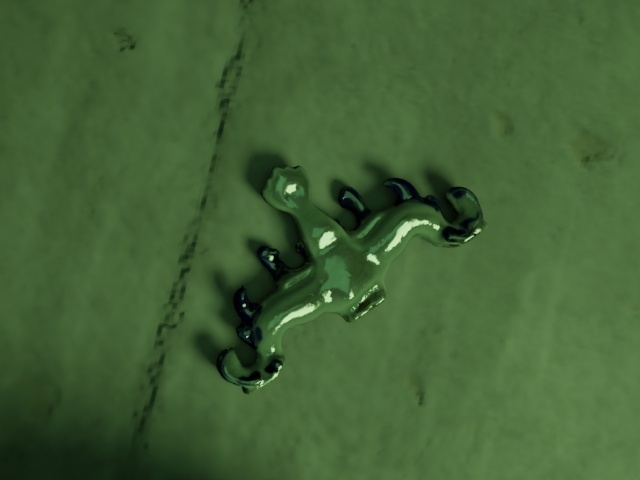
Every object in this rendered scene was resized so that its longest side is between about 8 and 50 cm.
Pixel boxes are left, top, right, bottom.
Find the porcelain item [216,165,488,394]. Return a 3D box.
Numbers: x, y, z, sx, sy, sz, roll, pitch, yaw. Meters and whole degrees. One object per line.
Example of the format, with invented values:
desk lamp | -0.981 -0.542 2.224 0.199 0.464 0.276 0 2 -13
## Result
porcelain item | 0.000 0.000 0.516 0.136 0.021 0.075 -34 96 -9
